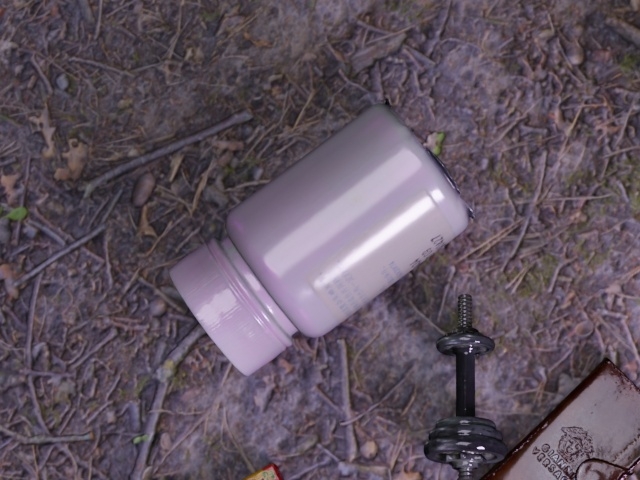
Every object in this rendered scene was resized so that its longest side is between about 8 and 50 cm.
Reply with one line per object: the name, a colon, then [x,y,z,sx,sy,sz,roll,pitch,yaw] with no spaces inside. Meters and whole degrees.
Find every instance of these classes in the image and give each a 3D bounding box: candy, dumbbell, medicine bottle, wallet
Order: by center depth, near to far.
wallet: [0.337,0.287,1.866,0.255,0.031,0.137,-44,73,-2]
dumbbell: [0.195,0.195,1.885,0.110,0.110,0.254,-1,70,10]
medicine bottle: [0.000,0.000,1.904,0.379,0.213,0.213,-36,73,0]
candy: [-0.100,0.359,1.927,0.122,0.038,0.062,-29,73,3]
